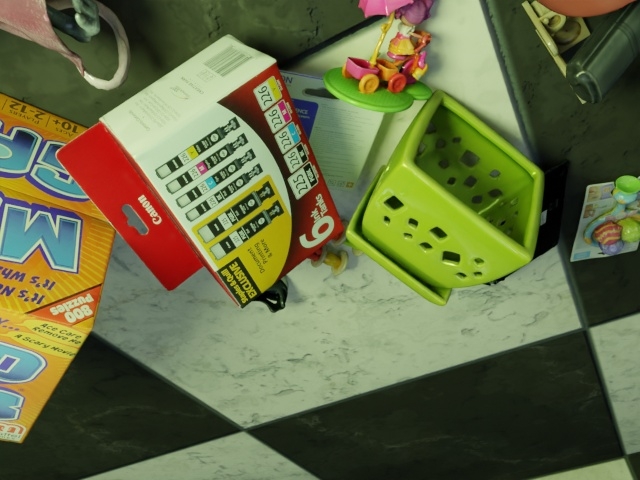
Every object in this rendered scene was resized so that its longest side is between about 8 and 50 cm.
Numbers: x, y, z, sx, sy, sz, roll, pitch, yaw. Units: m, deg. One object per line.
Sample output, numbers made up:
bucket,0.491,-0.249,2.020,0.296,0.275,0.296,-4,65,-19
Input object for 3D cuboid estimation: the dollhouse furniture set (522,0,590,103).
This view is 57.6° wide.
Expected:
dollhouse furniture set,0.358,-0.297,0.746,0.151,0.123,0.144,-31,132,26

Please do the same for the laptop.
laptop,0.317,-0.038,1.114,0.264,0.136,0.234,-31,139,-10

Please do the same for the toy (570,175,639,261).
toy,0.574,-0.024,1.125,0.137,0.056,0.237,-10,138,7

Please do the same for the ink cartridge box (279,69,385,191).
ink cartridge box,-0.016,-0.173,0.902,0.206,0.045,0.208,8,138,-13

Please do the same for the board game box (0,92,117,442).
board game box,-0.525,0.025,0.839,0.356,0.356,0.356,21,132,-26

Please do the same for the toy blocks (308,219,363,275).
toy blocks,0.000,0.000,1.092,0.148,0.054,0.123,22,132,-27

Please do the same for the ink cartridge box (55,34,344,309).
ink cartridge box,-0.143,-0.062,0.795,0.272,0.130,0.309,-38,137,-12

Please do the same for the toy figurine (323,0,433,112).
toy figurine,0.102,-0.271,0.773,0.173,0.130,0.159,-9,133,-30

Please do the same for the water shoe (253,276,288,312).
water shoe,-0.136,0.073,1.138,0.073,0.080,0.203,-35,130,28

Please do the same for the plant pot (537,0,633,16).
plant pot,0.247,-0.369,0.569,0.275,0.274,0.243,-36,139,30

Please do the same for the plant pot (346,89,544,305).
plant pot,0.180,-0.052,0.894,0.227,0.228,0.207,36,136,-6

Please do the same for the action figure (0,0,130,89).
action figure,-0.446,-0.296,0.655,0.370,0.248,0.275,-12,165,5

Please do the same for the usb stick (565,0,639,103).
usb stick,0.408,-0.294,0.721,0.077,0.045,0.278,37,93,-38
